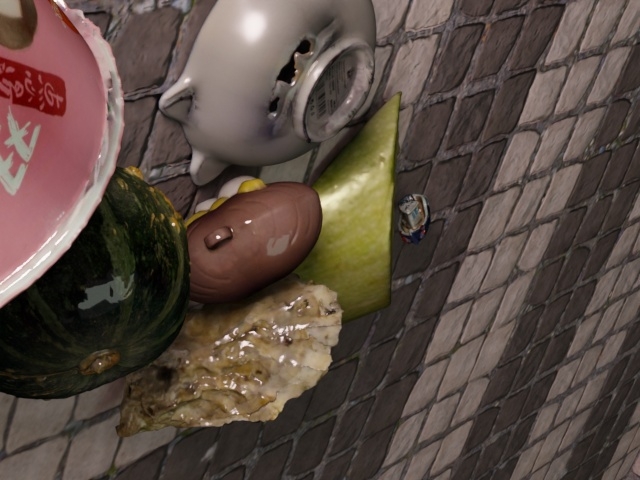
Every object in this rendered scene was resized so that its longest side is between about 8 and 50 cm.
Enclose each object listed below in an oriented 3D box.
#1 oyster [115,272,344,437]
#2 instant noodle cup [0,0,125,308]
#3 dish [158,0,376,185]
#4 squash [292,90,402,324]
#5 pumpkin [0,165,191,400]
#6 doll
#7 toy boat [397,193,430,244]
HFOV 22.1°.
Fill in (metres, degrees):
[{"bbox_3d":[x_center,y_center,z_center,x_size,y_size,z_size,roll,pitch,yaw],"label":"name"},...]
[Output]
[{"bbox_3d":[-0.082,0.094,1.431,0.072,0.209,0.133,48,33,-66],"label":"oyster"},{"bbox_3d":[-0.246,-0.102,0.806,0.243,0.243,0.231,-49,148,-16],"label":"instant noodle cup"},{"bbox_3d":[-0.022,-0.135,1.322,0.228,0.086,0.236,-23,138,-49],"label":"dish"},{"bbox_3d":[0.000,0.000,1.599,0.237,0.155,0.204,86,7,-50],"label":"squash"},{"bbox_3d":[-0.178,0.030,1.162,0.190,0.146,0.190,-23,169,-5],"label":"pumpkin"},{"bbox_3d":[-0.070,0.001,1.407,0.145,0.096,0.188,-24,176,-11],"label":"doll"},{"bbox_3d":[0.095,-0.025,1.683,0.083,0.038,0.038,-85,-170,-58],"label":"toy boat"}]
